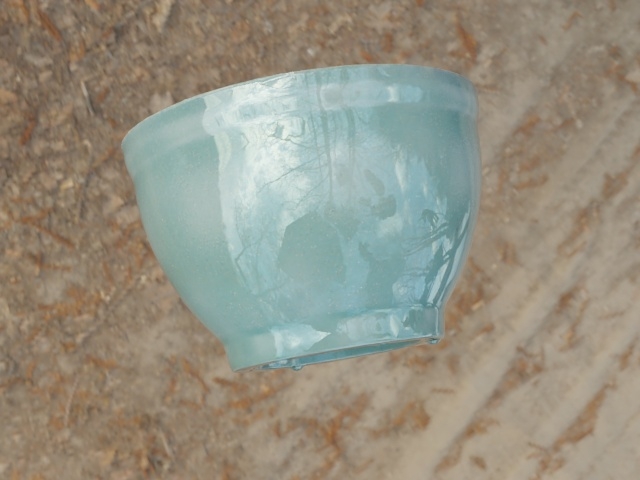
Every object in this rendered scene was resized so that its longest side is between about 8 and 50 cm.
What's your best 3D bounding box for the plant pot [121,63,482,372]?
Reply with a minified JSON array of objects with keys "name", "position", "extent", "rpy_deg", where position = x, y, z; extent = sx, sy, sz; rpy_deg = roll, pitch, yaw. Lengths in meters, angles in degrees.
[{"name":"plant pot","position":[0.000,0.000,0.879],"extent":[0.293,0.196,0.293],"rpy_deg":[-10,171,-2]}]
